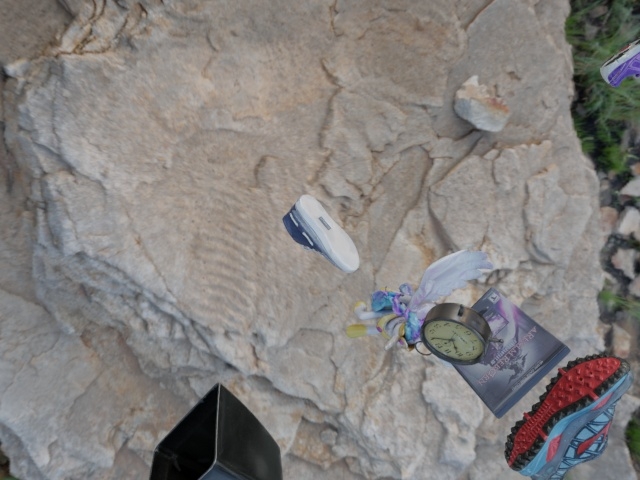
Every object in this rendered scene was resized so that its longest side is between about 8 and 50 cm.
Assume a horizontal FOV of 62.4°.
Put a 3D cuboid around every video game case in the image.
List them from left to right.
[{"bbox_3d":[0.380,0.231,1.150,0.196,0.274,0.026,-46,113,5],"label":"video game case"}]

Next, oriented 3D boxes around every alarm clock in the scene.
[{"bbox_3d":[0.252,0.187,1.036,0.129,0.192,0.064,42,46,-7],"label":"alarm clock"}]

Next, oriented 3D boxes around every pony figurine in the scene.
[{"bbox_3d":[0.262,0.196,1.376,0.351,0.363,0.303,-15,95,-17],"label":"pony figurine"}]

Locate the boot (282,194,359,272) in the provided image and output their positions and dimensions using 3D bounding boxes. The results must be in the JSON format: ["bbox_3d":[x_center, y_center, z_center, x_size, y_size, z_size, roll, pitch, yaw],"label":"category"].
[{"bbox_3d":[0.000,0.000,1.103,0.069,0.086,0.190,-27,78,-44],"label":"boot"}]

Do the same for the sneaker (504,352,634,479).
[{"bbox_3d":[0.436,0.305,0.898,0.125,0.104,0.262,33,106,-14],"label":"sneaker"}]

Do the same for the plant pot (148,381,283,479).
[{"bbox_3d":[-0.166,0.393,0.880,0.167,0.187,0.188,39,102,-21],"label":"plant pot"}]

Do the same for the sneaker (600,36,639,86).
[{"bbox_3d":[0.700,-0.401,1.157,0.170,0.068,0.071,-34,104,14],"label":"sneaker"}]
